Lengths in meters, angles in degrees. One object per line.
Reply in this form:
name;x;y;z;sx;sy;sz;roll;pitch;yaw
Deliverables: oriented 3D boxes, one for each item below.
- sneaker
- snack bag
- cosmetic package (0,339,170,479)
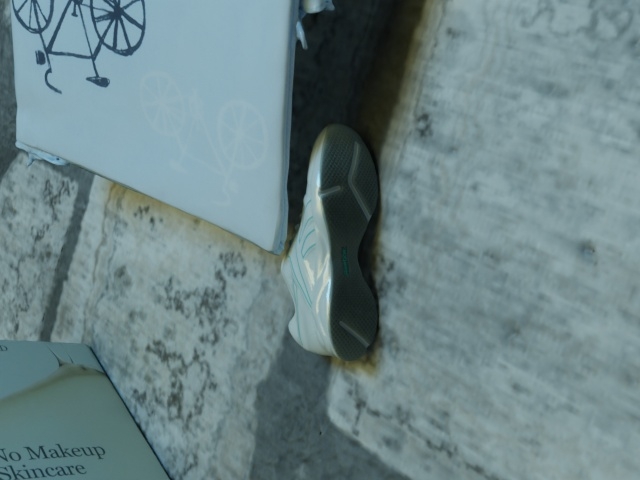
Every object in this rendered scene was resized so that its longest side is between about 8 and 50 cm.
sneaker;0.000;0.000;0.634;0.061;0.054;0.152;-2;84;49
snack bag;-0.117;-0.182;0.662;0.323;0.037;0.342;21;118;37
cosmetic package;-0.203;0.214;0.744;0.309;0.160;0.113;47;117;37
